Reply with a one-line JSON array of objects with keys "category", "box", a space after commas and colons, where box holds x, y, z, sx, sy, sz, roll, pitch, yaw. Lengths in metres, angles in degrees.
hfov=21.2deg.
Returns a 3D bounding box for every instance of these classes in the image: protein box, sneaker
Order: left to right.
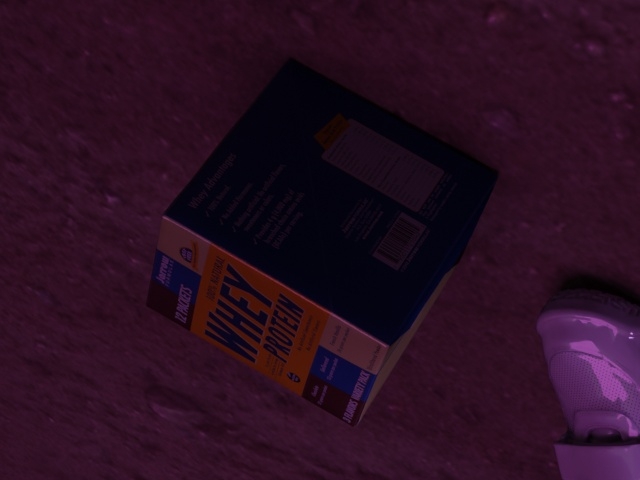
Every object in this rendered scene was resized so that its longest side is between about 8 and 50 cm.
[{"category": "protein box", "box": [0.000, 0.000, 1.386, 0.201, 0.200, 0.136, 30, 146, 8]}, {"category": "sneaker", "box": [0.259, 0.229, 1.417, 0.137, 0.210, 0.366, -10, 118, 46]}]
